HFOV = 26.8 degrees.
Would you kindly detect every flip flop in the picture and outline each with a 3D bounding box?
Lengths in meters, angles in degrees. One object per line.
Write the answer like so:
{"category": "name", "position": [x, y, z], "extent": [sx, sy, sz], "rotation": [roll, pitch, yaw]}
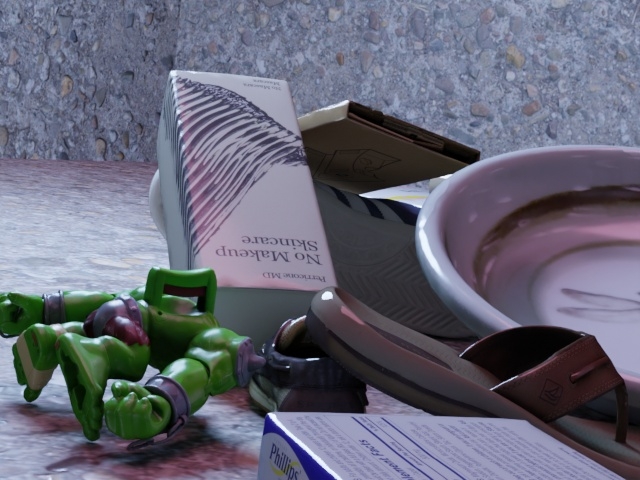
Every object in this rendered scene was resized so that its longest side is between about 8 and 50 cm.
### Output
{"category": "flip flop", "position": [0.122, 0.081, 0.798], "extent": [0.277, 0.080, 0.112], "rotation": [26, 3, -15]}

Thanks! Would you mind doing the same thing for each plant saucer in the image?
{"category": "plant saucer", "position": [0.269, 0.050, 1.042], "extent": [0.401, 0.100, 0.400], "rotation": [4, 28, -2]}

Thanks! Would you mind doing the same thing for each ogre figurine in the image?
{"category": "ogre figurine", "position": [-0.117, 0.067, 0.841], "extent": [0.118, 0.096, 0.197], "rotation": [-11, 3, -31]}

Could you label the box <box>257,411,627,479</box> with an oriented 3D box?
{"category": "box", "position": [0.054, 0.124, 0.569], "extent": [0.137, 0.072, 0.126], "rotation": [5, 6, -20]}

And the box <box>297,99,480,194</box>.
{"category": "box", "position": [0.023, -0.080, 1.255], "extent": [0.164, 0.021, 0.201], "rotation": [17, -18, -36]}

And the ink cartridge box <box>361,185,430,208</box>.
{"category": "ink cartridge box", "position": [0.122, 0.006, 1.531], "extent": [0.354, 0.119, 0.207], "rotation": [11, 8, 39]}

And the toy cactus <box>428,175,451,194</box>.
{"category": "toy cactus", "position": [0.185, -0.033, 1.272], "extent": [0.219, 0.112, 0.181], "rotation": [-24, 25, -39]}

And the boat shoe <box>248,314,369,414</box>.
{"category": "boat shoe", "position": [-0.002, 0.085, 0.873], "extent": [0.080, 0.073, 0.223], "rotation": [7, 7, -5]}

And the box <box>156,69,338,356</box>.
{"category": "box", "position": [-0.065, -0.020, 1.075], "extent": [0.113, 0.094, 0.275], "rotation": [2, 40, -16]}

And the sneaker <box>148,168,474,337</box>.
{"category": "sneaker", "position": [0.000, 0.000, 1.305], "extent": [0.350, 0.131, 0.148], "rotation": [21, 9, -11]}
